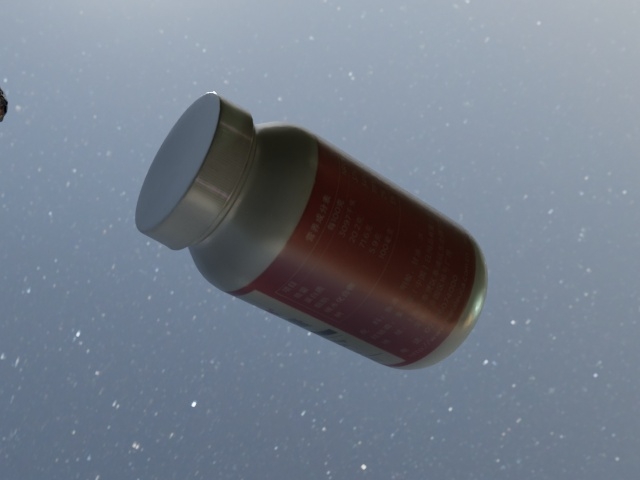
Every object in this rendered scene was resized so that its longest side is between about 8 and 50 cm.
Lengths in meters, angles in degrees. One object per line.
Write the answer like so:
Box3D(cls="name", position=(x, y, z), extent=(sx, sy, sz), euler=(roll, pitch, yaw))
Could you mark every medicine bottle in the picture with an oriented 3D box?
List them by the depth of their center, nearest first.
Box3D(cls="medicine bottle", position=(0.000, 0.000, 0.547), extent=(0.250, 0.131, 0.131), euler=(28, -146, -29))

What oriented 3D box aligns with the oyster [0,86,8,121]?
Box3D(cls="oyster", position=(-0.193, -0.116, 0.372), extent=(0.029, 0.132, 0.086), euler=(-27, -100, -19))
